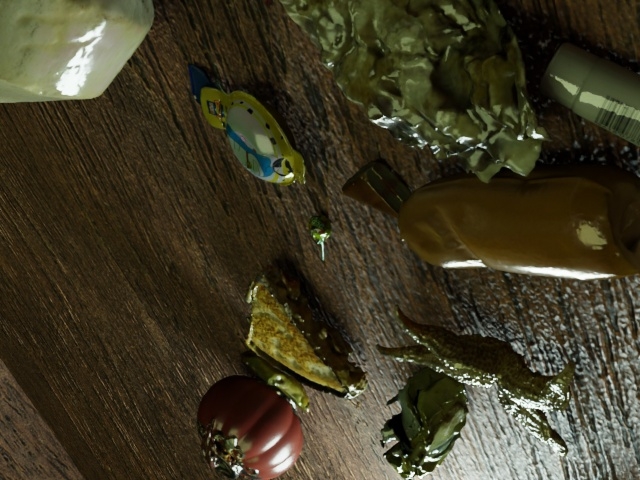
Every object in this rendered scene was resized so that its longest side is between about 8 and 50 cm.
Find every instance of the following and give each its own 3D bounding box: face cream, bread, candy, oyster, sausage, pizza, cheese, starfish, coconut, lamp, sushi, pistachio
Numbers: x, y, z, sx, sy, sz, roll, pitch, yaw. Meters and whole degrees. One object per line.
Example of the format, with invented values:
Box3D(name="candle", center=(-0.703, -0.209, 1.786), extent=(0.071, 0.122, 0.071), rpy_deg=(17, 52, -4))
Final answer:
Box3D(name="face cream", center=(0.325, -0.115, 1.006), extent=(0.243, 0.058, 0.092), rpy_deg=(30, 144, 13))
Box3D(name="bread", center=(0.070, -0.075, 1.385), extent=(0.109, 0.043, 0.062), rpy_deg=(25, 148, 33))
Box3D(name="candy", center=(0.000, 0.000, 1.595), extent=(0.123, 0.035, 0.035), rpy_deg=(86, 175, -63))
Box3D(name="oyster", center=(0.098, -0.188, 1.121), extent=(0.351, 0.115, 0.238), rpy_deg=(40, 149, 14))
Box3D(name="sausage", center=(0.215, -0.023, 1.201), extent=(0.134, 0.116, 0.354), rpy_deg=(45, 157, -28))
Box3D(name="pizza", center=(-0.064, 0.150, 1.822), extent=(0.251, 0.074, 0.288), rpy_deg=(-4, 125, 53))
Box3D(name="cheese", center=(-0.107, -0.160, 1.478), extent=(0.250, 0.064, 0.156), rpy_deg=(41, 153, 31))
Box3D(name="starfish", center=(0.223, 0.181, 1.489), extent=(0.293, 0.084, 0.301), rpy_deg=(23, 162, 23))
Box3D(name="coconut", center=(-0.393, -0.325, 1.380), extent=(0.352, 0.352, 0.353), rpy_deg=(31, 149, 21))
Box3D(name="lamp", center=(-0.143, 0.373, 2.077), extent=(0.227, 0.227, 0.227), rpy_deg=(31, 149, 21))
Box3D(name="sushi", center=(0.153, 0.300, 1.686), extent=(0.131, 0.139, 0.291), rpy_deg=(44, 154, 16))
Box3D(name="pistachio", center=(-0.079, 0.258, 2.009), extent=(0.173, 0.049, 0.089), rpy_deg=(36, 175, 8))

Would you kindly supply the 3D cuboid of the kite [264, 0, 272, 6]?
Box3D(name="kite", center=(-0.056, -0.341, 1.229), extent=(0.232, 0.009, 0.189), rpy_deg=(38, 152, 12))
